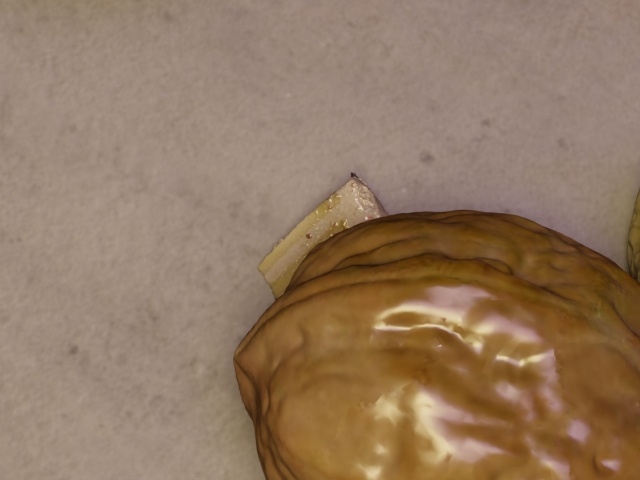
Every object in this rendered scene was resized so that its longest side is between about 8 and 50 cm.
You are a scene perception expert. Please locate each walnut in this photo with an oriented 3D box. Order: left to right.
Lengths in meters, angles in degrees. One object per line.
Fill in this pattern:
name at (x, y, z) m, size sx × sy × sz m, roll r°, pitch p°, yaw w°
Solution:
walnut at (0.102, 0.124, 1.414) m, size 0.344 × 0.306 × 0.306 m, roll 9°, pitch 80°, yaw -3°

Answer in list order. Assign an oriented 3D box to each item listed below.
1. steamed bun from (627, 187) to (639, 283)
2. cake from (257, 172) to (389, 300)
steamed bun at (0.316, 0.027, 1.502) m, size 0.141 × 0.172 × 0.155 m, roll 12°, pitch 61°, yaw 9°
cake at (0.000, 0.000, 1.538) m, size 0.121 × 0.065 × 0.052 m, roll -40°, pitch 85°, yaw -4°
